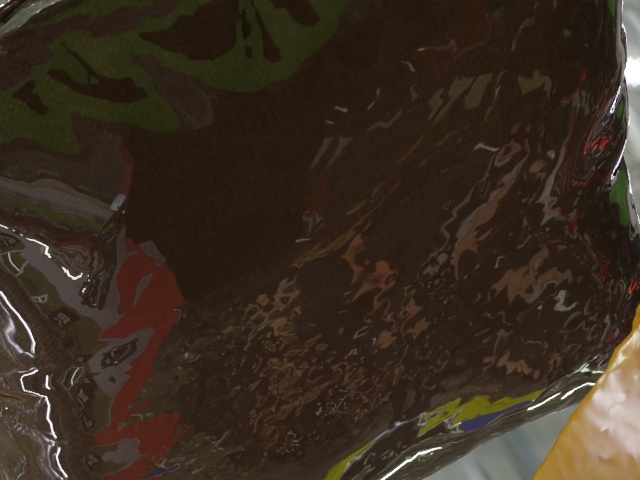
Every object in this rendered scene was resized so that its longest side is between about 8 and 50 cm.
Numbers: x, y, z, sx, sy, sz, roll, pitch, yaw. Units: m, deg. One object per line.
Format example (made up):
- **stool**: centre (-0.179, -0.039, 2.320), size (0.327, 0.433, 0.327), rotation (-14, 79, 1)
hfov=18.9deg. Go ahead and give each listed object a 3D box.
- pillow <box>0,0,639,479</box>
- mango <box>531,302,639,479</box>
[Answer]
- **pillow**: centre (0.000, 0.000, 0.719), size (0.108, 0.308, 0.305), rotation (40, 152, 45)
- **mango**: centre (0.126, 0.093, 0.537), size (0.154, 0.252, 0.126), rotation (23, -146, 28)
